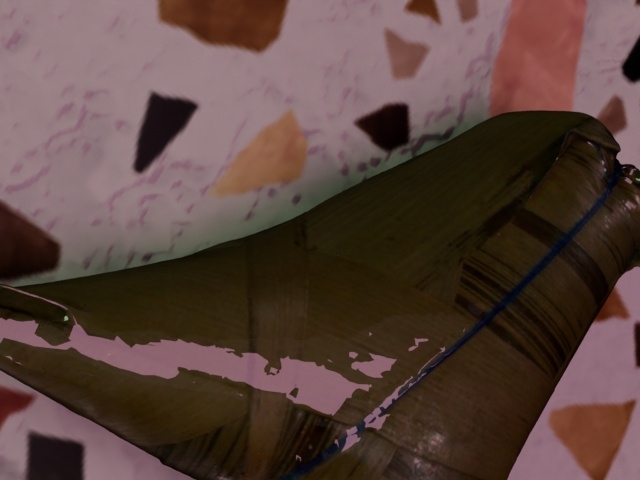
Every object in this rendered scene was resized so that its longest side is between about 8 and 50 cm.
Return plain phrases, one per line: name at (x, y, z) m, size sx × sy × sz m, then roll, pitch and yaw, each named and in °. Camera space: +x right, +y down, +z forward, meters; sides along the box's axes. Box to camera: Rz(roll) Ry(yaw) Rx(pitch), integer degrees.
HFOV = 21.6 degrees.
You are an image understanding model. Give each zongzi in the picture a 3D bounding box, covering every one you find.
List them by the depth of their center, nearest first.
zongzi at (0.000, 0.000, 0.762) m, size 0.289 × 0.123 × 0.260 m, roll 39°, pitch 77°, yaw -27°
